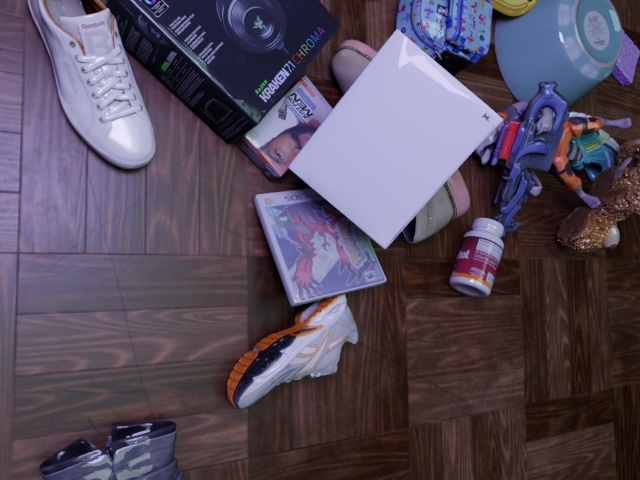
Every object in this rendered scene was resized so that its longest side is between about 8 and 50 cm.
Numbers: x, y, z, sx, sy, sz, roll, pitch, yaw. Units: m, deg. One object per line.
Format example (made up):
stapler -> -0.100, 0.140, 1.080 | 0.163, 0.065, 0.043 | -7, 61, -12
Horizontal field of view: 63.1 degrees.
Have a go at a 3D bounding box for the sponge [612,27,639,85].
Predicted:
sponge -> 0.796, -0.534, 1.424 | 0.210, 0.031, 0.117 | 34, 71, -23

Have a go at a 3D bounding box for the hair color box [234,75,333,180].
hair color box -> -0.057, -0.194, 0.900 | 0.093, 0.053, 0.167 | 47, 67, -19

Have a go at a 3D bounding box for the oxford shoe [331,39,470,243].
oxford shoe -> 0.125, -0.174, 0.957 | 0.147, 0.140, 0.396 | -39, 102, -16

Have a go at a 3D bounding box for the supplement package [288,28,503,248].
supplement package -> 0.116, -0.159, 0.841 | 0.204, 0.145, 0.262 | 40, 107, -1

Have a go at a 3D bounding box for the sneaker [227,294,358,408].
sneaker -> -0.030, 0.198, 0.862 | 0.262, 0.099, 0.121 | -38, 109, -25

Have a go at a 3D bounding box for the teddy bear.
teddy bear -> 0.697, -0.105, 1.199 | 0.113, 0.245, 0.338 | 37, 77, -6

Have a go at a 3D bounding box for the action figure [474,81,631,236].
action figure -> 0.465, -0.171, 1.146 | 0.331, 0.178, 0.341 | 14, 115, -12

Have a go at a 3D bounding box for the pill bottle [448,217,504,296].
pill bottle -> 0.328, 0.034, 1.082 | 0.086, 0.086, 0.151 | 30, 71, -24

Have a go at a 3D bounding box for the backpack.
backpack -> 0.245, -0.439, 1.056 | 0.174, 0.117, 0.158 | 17, 77, -25

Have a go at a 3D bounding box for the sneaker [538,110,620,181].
sneaker -> 0.631, -0.231, 1.270 | 0.275, 0.107, 0.109 | 25, 84, -25

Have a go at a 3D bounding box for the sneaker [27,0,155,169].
sneaker -> -0.314, -0.237, 0.719 | 0.106, 0.123, 0.290 | -33, 103, -30

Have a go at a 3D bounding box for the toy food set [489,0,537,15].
toy food set -> 0.381, -0.581, 1.152 | 0.218, 0.071, 0.128 | 21, 103, -16

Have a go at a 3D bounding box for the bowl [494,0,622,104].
bowl -> 0.576, -0.466, 1.219 | 0.312, 0.163, 0.311 | 3, 84, -28

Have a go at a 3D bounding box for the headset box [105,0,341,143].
headset box -> -0.155, -0.344, 0.811 | 0.283, 0.131, 0.246 | 43, 67, -19

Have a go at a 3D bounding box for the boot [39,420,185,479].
boot -> -0.202, 0.365, 0.743 | 0.339, 0.118, 0.222 | -2, 82, -34

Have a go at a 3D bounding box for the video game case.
video game case -> 0.000, 0.000, 0.891 | 0.184, 0.023, 0.201 | -10, 69, -30
